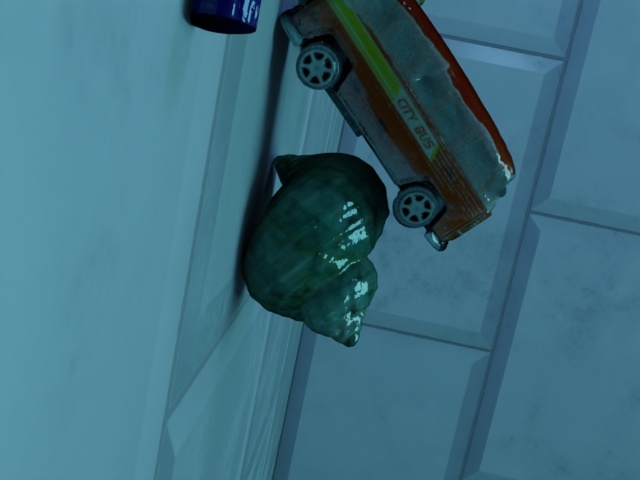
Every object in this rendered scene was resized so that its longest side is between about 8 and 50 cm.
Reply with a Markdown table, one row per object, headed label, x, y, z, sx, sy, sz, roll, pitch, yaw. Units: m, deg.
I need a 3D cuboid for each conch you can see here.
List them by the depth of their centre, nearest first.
| label | x | y | z | sx | sy | sz | roll | pitch | yaw |
| --- | --- | --- | --- | --- | --- | --- | --- | --- | --- |
| conch | 0.002 | 0.003 | 0.732 | 0.196 | 0.134 | 0.203 | 52 | 44 | -67 |

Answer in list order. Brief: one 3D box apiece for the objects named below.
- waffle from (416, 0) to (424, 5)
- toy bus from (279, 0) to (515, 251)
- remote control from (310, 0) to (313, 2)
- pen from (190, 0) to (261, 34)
| label | x | y | z | sx | sy | sz | roll | pitch | yaw |
| --- | --- | --- | --- | --- | --- | --- | --- | --- | --- |
| waffle | 0.074 | -0.347 | 0.797 | 0.309 | 0.056 | 0.292 | -46 | 140 | -60 |
| toy bus | 0.080 | -0.123 | 0.671 | 0.119 | 0.265 | 0.121 | -32 | -166 | 17 |
| remote control | 0.021 | -0.316 | 0.823 | 0.072 | 0.042 | 0.222 | 65 | 37 | -83 |
| pen | -0.020 | -0.231 | 0.334 | 0.033 | 0.033 | 0.269 | -53 | 154 | -85 |
